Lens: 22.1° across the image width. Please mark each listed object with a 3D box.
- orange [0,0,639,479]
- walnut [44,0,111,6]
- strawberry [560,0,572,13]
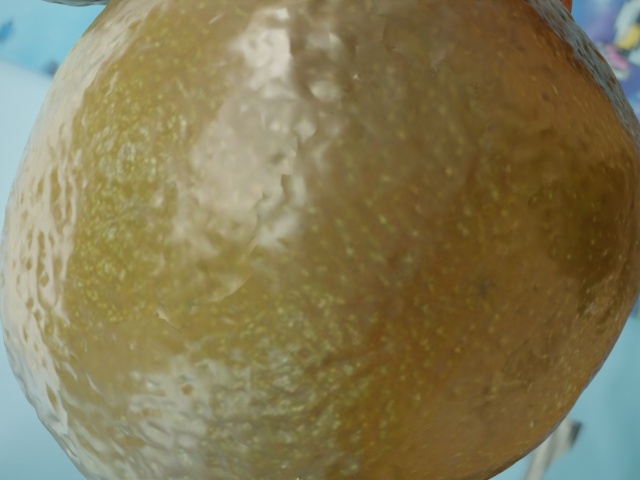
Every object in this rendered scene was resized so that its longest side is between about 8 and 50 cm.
[{"bbox_3d":[0.000,0.000,0.638,0.264,0.264,0.264,-158,90,-88],"label":"orange"},{"bbox_3d":[-0.107,-0.209,0.867,0.178,0.230,0.178,55,157,37],"label":"walnut"},{"bbox_3d":[0.110,-0.187,0.974,0.236,0.111,0.190,-52,-20,-62],"label":"strawberry"}]
